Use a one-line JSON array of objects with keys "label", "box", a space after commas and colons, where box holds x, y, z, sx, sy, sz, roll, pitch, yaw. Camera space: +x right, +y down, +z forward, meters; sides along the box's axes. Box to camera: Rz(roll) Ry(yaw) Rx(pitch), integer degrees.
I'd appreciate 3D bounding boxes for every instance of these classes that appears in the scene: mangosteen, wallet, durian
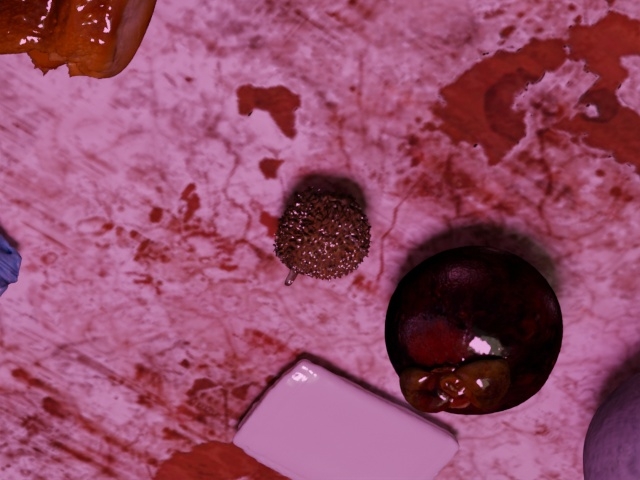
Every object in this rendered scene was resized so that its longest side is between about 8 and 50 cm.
[{"label": "mangosteen", "box": [0.124, 0.081, 1.382, 0.153, 0.152, 0.152, -1, 125, -1]}, {"label": "wallet", "box": [0.022, 0.179, 1.520, 0.183, 0.032, 0.124, 29, 120, -18]}, {"label": "durian", "box": [0.000, 0.000, 1.361, 0.080, 0.080, 0.091, 31, 90, -21]}]

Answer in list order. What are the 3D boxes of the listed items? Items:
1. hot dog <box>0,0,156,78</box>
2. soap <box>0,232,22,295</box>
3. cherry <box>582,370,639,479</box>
[{"label": "hot dog", "box": [-0.162, -0.268, 1.148, 0.158, 0.117, 0.348, 12, 122, -14]}, {"label": "soap", "box": [-0.392, 0.056, 1.395, 0.293, 0.077, 0.156, -33, 119, 19]}, {"label": "cherry", "box": [0.349, 0.208, 1.421, 0.255, 0.296, 0.218, 5, 152, -5]}]
